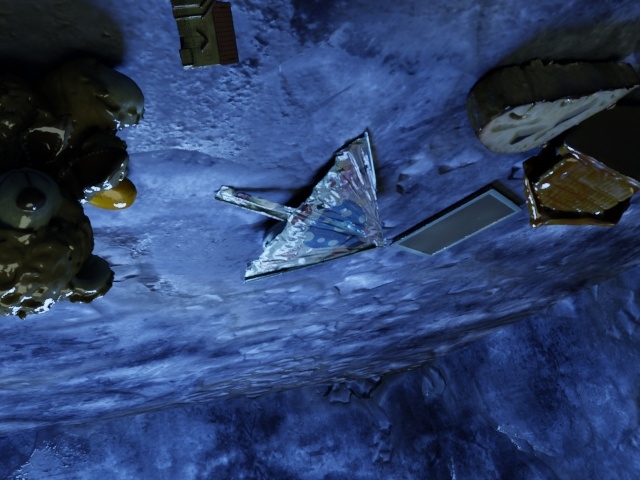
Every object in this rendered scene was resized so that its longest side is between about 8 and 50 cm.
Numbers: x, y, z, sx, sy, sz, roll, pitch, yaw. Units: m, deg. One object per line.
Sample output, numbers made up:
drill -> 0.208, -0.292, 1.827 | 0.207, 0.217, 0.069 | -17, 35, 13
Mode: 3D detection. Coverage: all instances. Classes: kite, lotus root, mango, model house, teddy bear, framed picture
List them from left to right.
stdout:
teddy bear -> -0.305, -0.050, 0.511 | 0.267, 0.256, 0.156 | -1, 156, -32
mango -> -0.298, -0.071, 0.723 | 0.089, 0.046, 0.060 | 21, 135, -36
model house -> -0.113, -0.214, 0.518 | 0.058, 0.057, 0.083 | -9, 111, -9
kite -> -0.016, -0.038, 0.941 | 0.368, 0.014, 0.406 | 16, 131, -33
framed picture -> 0.321, -0.035, 1.251 | 0.274, 0.017, 0.217 | -31, 153, 27
lotus root -> 0.345, -0.206, 0.831 | 0.260, 0.075, 0.170 | -8, 155, -23
model house -> 0.509, -0.133, 1.004 | 0.199, 0.219, 0.229 | -53, 180, -30

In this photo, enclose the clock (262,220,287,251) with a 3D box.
clock -> 0.000, 0.000, 1.067 | 0.236, 0.053, 0.236 | -14, 155, -7
